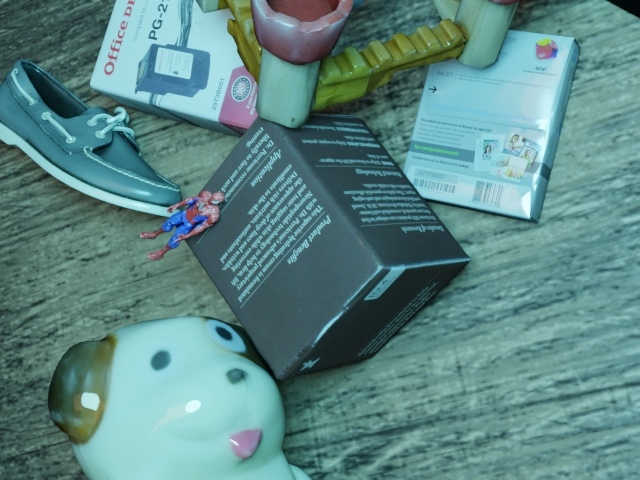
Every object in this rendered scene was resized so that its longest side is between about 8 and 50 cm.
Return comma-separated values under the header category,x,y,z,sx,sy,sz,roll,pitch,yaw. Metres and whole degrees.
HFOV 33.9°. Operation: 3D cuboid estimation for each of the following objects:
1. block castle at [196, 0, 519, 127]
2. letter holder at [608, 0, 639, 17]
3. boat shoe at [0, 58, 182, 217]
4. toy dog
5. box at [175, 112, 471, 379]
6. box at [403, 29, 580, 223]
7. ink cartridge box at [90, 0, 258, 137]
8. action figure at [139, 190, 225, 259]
category,x,y,z,sx,sy,sz,roll,pitch,yaw
block castle,-0.002,-0.357,1.008,0.303,0.213,0.453,-19,62,-19
letter holder,0.405,-0.277,0.934,0.302,0.152,0.214,37,96,24
boat shoe,-0.277,-0.122,1.237,0.319,0.116,0.099,29,98,30
toy dog,-0.122,0.275,1.020,0.395,0.284,0.408,10,102,61
box,0.000,0.000,1.044,0.168,0.167,0.203,-48,66,28
box,0.172,-0.123,1.076,0.145,0.038,0.186,12,88,26
ink cartridge box,-0.122,-0.217,1.188,0.237,0.100,0.172,17,89,25
action figure,-0.132,-0.018,1.020,0.115,0.030,0.038,-32,69,34
